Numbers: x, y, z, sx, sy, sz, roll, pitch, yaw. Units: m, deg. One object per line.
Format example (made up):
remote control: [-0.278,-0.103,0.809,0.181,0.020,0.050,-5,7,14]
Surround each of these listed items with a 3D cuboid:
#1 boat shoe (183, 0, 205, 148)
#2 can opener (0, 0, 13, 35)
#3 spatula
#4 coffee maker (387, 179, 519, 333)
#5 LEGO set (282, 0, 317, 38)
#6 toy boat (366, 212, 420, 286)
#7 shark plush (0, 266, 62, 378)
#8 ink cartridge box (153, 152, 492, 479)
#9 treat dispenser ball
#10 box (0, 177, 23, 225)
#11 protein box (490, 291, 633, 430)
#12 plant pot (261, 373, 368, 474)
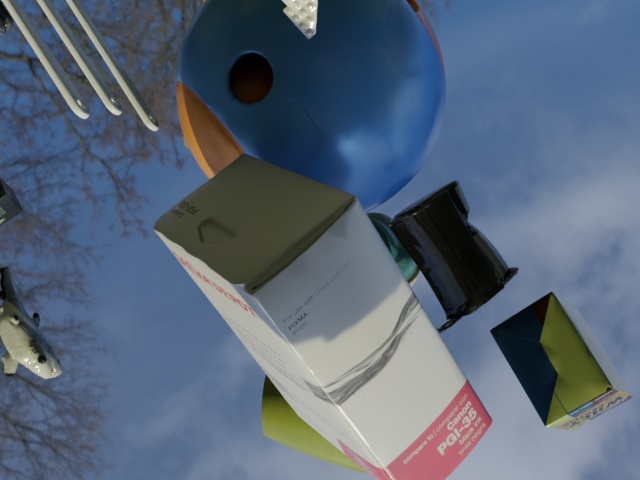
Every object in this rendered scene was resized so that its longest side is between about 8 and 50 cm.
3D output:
boat shoe: [-0.115,-0.263,1.192,0.110,0.341,0.121,21,-137,4]
can opener: [-0.456,-0.339,1.039,0.073,0.186,0.059,-26,-148,27]
spatula: [-0.225,-0.190,0.663,0.019,0.242,0.168,-33,176,12]
coffee maker: [0.191,0.019,1.257,0.120,0.178,0.171,-32,-175,38]
LEGO set: [0.058,-0.229,0.528,0.182,0.060,0.244,-53,-160,-12]
toy boat: [0.000,0.000,1.411,0.268,0.148,0.318,-29,-124,-14]
shark plush: [-0.408,0.117,1.129,0.073,0.161,0.067,-37,171,24]
ink cartridge box: [0.003,0.076,0.745,0.117,0.283,0.207,-42,-148,-15]
treat dispenser ball: [-0.011,-0.160,0.889,0.288,0.288,0.288,-9,-137,9]
box: [-0.555,-0.057,1.391,0.083,0.052,0.062,-36,-127,-4]
protein box: [0.442,0.226,1.518,0.136,0.201,0.199,-36,-118,17]
plant pot: [0.042,0.318,1.598,0.294,0.274,0.274,2,-135,7]
